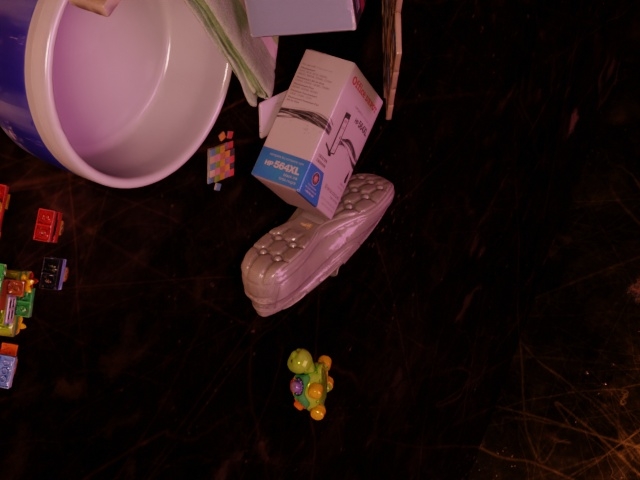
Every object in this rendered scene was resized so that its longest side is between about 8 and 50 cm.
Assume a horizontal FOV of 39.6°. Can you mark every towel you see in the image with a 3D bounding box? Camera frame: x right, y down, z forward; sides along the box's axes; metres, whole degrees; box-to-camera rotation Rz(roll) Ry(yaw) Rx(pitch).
[{"bbox_3d":[-0.092,-0.341,0.949,0.248,0.038,0.324,55,34,-62],"label":"towel"}]

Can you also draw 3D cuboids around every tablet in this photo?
[{"bbox_3d":[-0.060,-0.183,1.272,0.083,0.006,0.054,-34,135,-44],"label":"tablet"}]

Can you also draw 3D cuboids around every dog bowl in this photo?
[{"bbox_3d":[-0.213,-0.193,0.923,0.265,0.104,0.264,-35,135,-45],"label":"dog bowl"}]

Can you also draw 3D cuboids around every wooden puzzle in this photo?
[{"bbox_3d":[-0.134,-0.106,1.198,0.049,0.006,0.083,-30,131,-48],"label":"wooden puzzle"}]

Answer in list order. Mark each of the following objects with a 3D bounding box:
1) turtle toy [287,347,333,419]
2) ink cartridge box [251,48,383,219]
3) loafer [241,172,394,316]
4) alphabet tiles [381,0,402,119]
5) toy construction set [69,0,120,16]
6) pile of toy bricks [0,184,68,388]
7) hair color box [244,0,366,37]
[{"bbox_3d":[-0.020,0.240,1.529,0.095,0.066,0.130,-69,157,-53],"label":"turtle toy"},{"bbox_3d":[-0.001,-0.153,1.298,0.203,0.086,0.148,-66,155,-6],"label":"ink cartridge box"},{"bbox_3d":[0.000,0.000,1.389,0.319,0.112,0.111,-36,142,-32],"label":"loafer"},{"bbox_3d":[0.099,-0.341,1.230,0.342,0.011,0.285,86,4,-77],"label":"alphabet tiles"},{"bbox_3d":[-0.228,-0.330,0.730,0.237,0.258,0.308,59,27,-60],"label":"toy construction set"},{"bbox_3d":[-0.321,0.052,0.916,0.105,0.118,0.212,157,-56,-88],"label":"pile of toy bricks"},{"bbox_3d":[-0.001,-0.376,0.978,0.374,0.114,0.185,-75,160,-57],"label":"hair color box"}]
